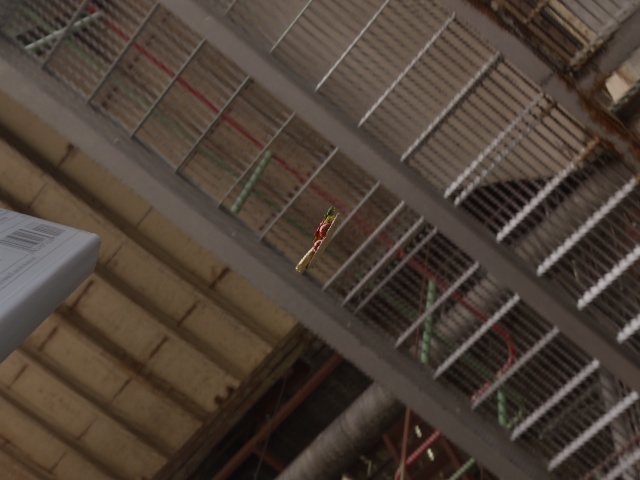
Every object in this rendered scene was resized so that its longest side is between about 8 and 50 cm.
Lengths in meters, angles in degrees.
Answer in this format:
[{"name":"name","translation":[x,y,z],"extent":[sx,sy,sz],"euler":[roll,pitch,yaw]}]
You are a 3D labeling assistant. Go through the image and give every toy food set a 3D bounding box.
[{"name":"toy food set","translation":[0.000,0.000,1.200],"extent":[0.020,0.082,0.083],"euler":[29,-56,0]}]

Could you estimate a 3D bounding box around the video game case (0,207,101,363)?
[{"name":"video game case","translation":[-0.300,-0.003,0.550],"extent":[0.300,0.329,0.036],"euler":[15,-82,-5]}]
